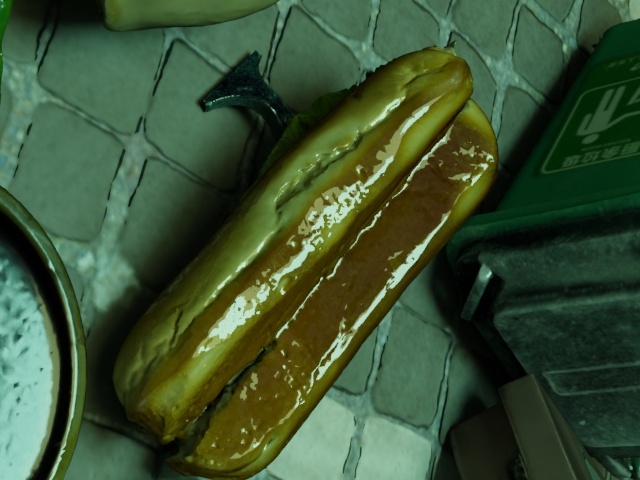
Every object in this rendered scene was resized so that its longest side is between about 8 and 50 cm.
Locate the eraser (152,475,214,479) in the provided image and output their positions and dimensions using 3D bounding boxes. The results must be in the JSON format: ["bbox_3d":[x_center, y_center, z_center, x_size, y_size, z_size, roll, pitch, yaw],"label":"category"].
[{"bbox_3d":[0.001,0.269,0.735,0.290,0.104,0.189,28,64,-40],"label":"eraser"}]

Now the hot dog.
[{"bbox_3d":[0.000,0.000,0.757,0.337,0.100,0.135,-50,128,-21],"label":"hot dog"}]

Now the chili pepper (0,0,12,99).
[{"bbox_3d":[-0.204,-0.154,0.607,0.099,0.083,0.253,-11,97,-45],"label":"chili pepper"}]

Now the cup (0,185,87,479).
[{"bbox_3d":[-0.233,0.030,0.458,0.239,0.177,0.166,53,49,-36],"label":"cup"}]

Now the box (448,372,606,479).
[{"bbox_3d":[0.192,0.245,0.875,0.215,0.086,0.215,53,13,-26],"label":"box"}]

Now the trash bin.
[{"bbox_3d":[0.313,-0.014,0.998,0.295,0.259,0.381,53,48,-27],"label":"trash bin"}]

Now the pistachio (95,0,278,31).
[{"bbox_3d":[-0.077,-0.196,0.702,0.215,0.144,0.144,-37,110,-51],"label":"pistachio"}]

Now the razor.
[{"bbox_3d":[-0.009,-0.037,0.822,0.066,0.033,0.190,-49,119,-38],"label":"razor"}]
